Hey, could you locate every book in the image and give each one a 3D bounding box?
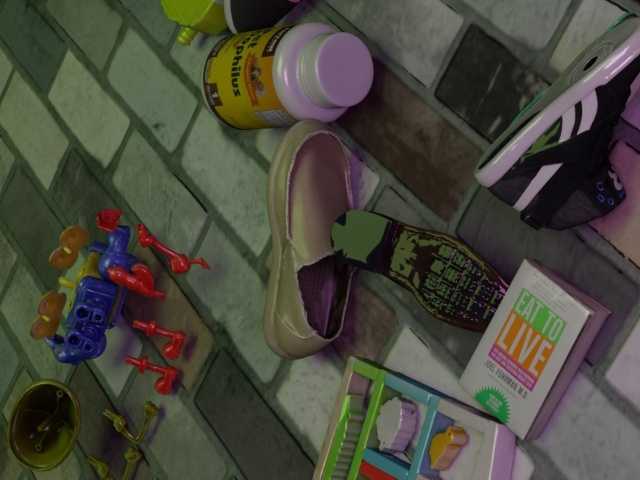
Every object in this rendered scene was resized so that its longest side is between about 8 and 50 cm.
[{"bbox_3d":[0.199,0.102,1.524,0.096,0.035,0.144,40,114,37],"label":"book"}]

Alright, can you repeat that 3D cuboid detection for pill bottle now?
[{"bbox_3d":[-0.037,-0.190,1.861,0.215,0.117,0.117,0,79,52],"label":"pill bottle"}]

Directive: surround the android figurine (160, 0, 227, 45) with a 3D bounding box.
[{"bbox_3d":[-0.124,-0.378,2.083,0.273,0.056,0.248,-55,42,24],"label":"android figurine"}]

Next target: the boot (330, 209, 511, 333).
[{"bbox_3d":[0.124,0.030,1.635,0.219,0.106,0.082,30,100,23],"label":"boot"}]

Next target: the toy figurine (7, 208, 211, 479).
[{"bbox_3d":[-0.272,0.112,2.098,0.217,0.191,0.362,-92,19,-71],"label":"toy figurine"}]

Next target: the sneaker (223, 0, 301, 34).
[{"bbox_3d":[-0.010,-0.336,1.880,0.296,0.104,0.147,-54,37,21],"label":"sneaker"}]

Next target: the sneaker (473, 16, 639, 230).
[{"bbox_3d":[0.255,-0.096,1.472,0.217,0.121,0.079,-44,13,28],"label":"sneaker"}]

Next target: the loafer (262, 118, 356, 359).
[{"bbox_3d":[0.000,0.000,1.778,0.092,0.102,0.268,3,91,51],"label":"loafer"}]

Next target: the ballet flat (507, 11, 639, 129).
[{"bbox_3d":[0.250,-0.133,1.525,0.188,0.070,0.070,-48,45,37],"label":"ballet flat"}]

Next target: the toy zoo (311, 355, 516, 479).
[{"bbox_3d":[0.097,0.246,1.624,0.293,0.030,0.192,22,96,53],"label":"toy zoo"}]
